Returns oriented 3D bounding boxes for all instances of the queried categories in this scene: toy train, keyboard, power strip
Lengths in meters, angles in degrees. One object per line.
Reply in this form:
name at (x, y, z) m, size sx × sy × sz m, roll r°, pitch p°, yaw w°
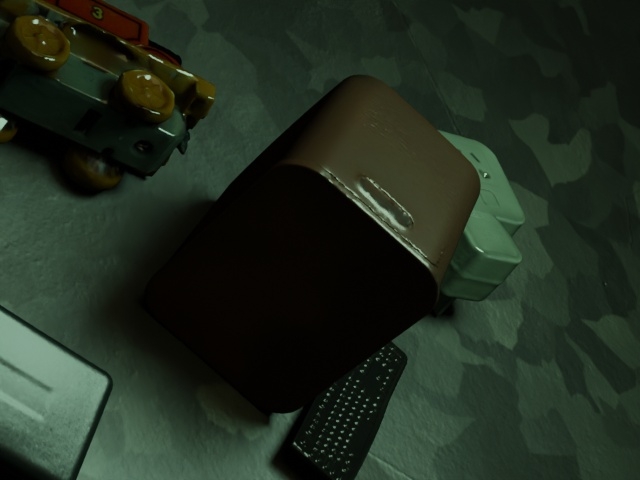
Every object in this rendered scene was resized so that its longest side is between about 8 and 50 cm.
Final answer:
toy train at (-0.311, -0.217, 1.997) m, size 0.369 × 0.163 × 0.232 m, roll 25°, pitch 41°, yaw -25°
keyboard at (0.019, 0.230, 2.050) m, size 0.103 × 0.041 × 0.381 m, roll 42°, pitch 44°, yaw -10°
power strip at (0.164, -0.027, 2.303) m, size 0.229 × 0.141 × 0.261 m, roll 11°, pitch 42°, yaw -35°

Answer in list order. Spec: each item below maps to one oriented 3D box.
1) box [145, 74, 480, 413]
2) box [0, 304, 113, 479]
box at (0.000, 0.000, 1.977) m, size 0.239 × 0.339 × 0.229 m, roll 42°, pitch 42°, yaw -9°
box at (-0.337, 0.157, 1.770) m, size 0.230 × 0.050 × 0.160 m, roll 36°, pitch 54°, yaw -25°
